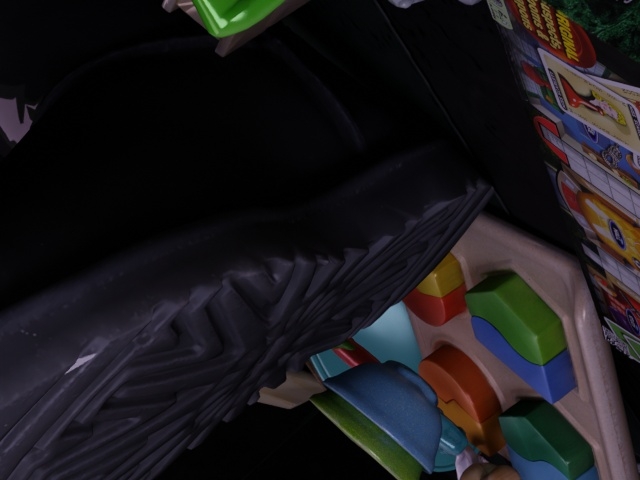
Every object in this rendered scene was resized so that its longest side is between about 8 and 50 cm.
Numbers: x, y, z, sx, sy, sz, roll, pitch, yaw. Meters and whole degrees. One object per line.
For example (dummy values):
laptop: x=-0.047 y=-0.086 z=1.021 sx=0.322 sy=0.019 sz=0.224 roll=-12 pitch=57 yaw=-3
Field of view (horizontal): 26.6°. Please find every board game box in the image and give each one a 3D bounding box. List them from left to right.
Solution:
board game box: x=0.131 y=0.010 z=0.437 sx=0.136 sy=0.030 sz=0.260 roll=38 pitch=170 yaw=33

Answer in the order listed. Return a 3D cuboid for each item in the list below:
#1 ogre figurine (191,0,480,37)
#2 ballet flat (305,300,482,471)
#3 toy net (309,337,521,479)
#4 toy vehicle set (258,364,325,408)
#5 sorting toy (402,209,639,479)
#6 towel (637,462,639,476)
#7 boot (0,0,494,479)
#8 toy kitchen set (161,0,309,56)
ogre figurine: x=-0.015 y=-0.115 z=0.299 sx=0.197 sy=0.097 sz=0.118 roll=15 pitch=139 yaw=54
ballet flat: x=0.000 y=0.000 z=0.884 sx=0.342 sy=0.116 sz=0.124 roll=48 pitch=-167 yaw=-18
toy net: x=0.058 y=0.115 z=0.723 sx=0.122 sy=0.045 sz=0.232 roll=33 pitch=170 yaw=46
toy vehicle set: x=-0.090 y=-0.024 z=0.895 sx=0.166 sy=0.035 sz=0.267 roll=25 pitch=-141 yaw=-59
sorting toy: x=0.091 y=0.061 z=0.721 sx=0.208 sy=0.038 sz=0.193 roll=38 pitch=153 yaw=53
towel: x=0.327 y=0.293 z=0.704 sx=0.374 sy=0.090 sz=0.320 roll=49 pitch=175 yaw=-26
boot: x=-0.176 y=-0.106 z=0.566 sx=0.445 sy=0.146 sz=0.367 roll=45 pitch=-153 yaw=12
toy kitchen set: x=-0.029 y=-0.134 z=0.528 sx=0.068 sy=0.075 sz=0.083 roll=41 pitch=133 yaw=6
